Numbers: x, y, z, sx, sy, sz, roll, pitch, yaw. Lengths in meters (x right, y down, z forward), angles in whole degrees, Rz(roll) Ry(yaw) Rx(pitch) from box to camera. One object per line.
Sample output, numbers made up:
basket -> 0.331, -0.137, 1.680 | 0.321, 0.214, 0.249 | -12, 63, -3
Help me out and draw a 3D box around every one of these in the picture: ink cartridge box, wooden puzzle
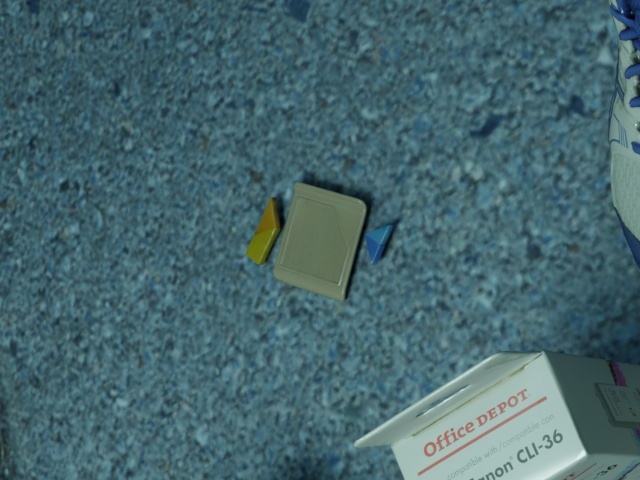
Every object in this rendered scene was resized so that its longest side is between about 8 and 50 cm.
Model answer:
ink cartridge box -> 0.124, 0.120, 1.018 | 0.115, 0.198, 0.067 | -37, 61, 29
wooden puzzle -> 0.000, 0.000, 1.260 | 0.116, 0.014, 0.078 | 26, 103, 39

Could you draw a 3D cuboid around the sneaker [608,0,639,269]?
sneaker -> 0.200, -0.121, 1.043 | 0.112, 0.131, 0.296 | 1, 85, 37
